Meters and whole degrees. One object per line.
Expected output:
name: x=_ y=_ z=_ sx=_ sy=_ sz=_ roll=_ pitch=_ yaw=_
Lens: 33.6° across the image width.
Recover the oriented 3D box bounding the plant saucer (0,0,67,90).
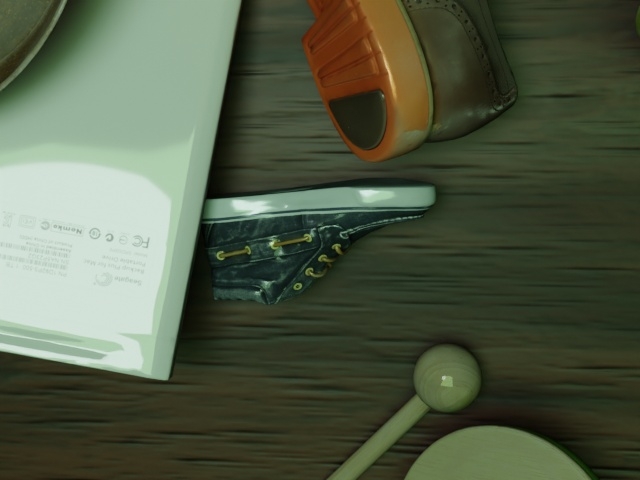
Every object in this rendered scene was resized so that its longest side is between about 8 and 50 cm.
plant saucer: x=-0.286 y=-0.231 z=0.722 sx=0.310 sy=0.050 sz=0.310 roll=2 pitch=98 yaw=16

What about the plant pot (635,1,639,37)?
plant pot: x=0.353 y=-0.258 z=0.638 sx=0.275 sy=0.275 sz=0.293 roll=10 pitch=84 yaw=5

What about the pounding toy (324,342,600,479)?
pounding toy: x=0.142 y=0.207 z=0.807 sx=0.237 sy=0.110 sz=0.183 roll=46 pitch=114 yaw=28

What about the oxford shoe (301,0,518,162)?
oxford shoe: x=0.036 y=-0.240 z=0.750 sx=0.133 sy=0.130 sz=0.364 roll=-16 pitch=89 yaw=-24

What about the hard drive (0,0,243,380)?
hard drive: x=-0.180 y=-0.068 z=0.774 sx=0.203 sy=0.040 sz=0.307 roll=10 pitch=86 yaw=-2

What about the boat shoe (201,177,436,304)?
boat shoe: x=0.000 y=0.000 z=0.801 sx=0.183 sy=0.065 sz=0.083 roll=-5 pitch=98 yaw=15
